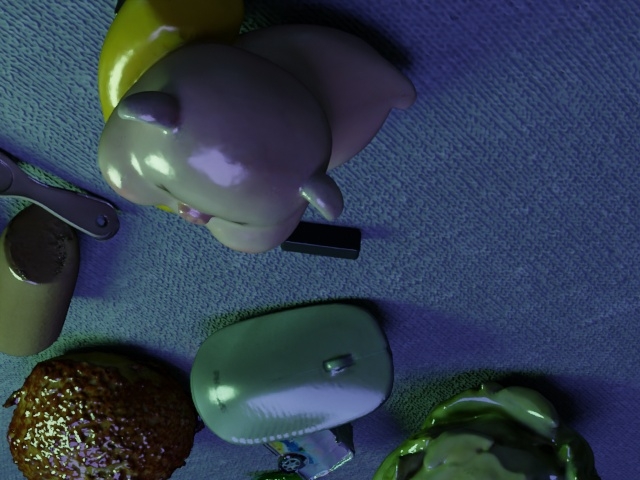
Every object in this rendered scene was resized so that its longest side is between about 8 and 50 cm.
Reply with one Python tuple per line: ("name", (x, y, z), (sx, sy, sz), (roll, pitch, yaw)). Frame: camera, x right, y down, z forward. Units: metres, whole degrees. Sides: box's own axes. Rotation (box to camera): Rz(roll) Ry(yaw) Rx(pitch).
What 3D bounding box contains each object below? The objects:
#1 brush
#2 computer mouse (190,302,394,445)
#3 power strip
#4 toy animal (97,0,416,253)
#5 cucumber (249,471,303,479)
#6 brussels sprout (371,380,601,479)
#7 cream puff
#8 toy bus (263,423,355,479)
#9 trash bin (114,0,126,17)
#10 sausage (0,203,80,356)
("brush", (-0.412, -0.075, 1.315), (0.312, 0.072, 0.067), (24, 163, -28))
("computer mouse", (-0.050, 0.206, 1.530), (0.330, 0.197, 0.095), (-17, 179, 17))
("power strip", (0.000, 0.000, 1.367), (0.111, 0.038, 0.029), (8, 144, -1))
("toy animal", (-0.076, -0.087, 1.028), (0.345, 0.247, 0.278), (14, 126, -34))
("cucumber", (-0.095, 0.495, 2.043), (0.155, 0.037, 0.037), (-9, 141, 15))
("brussels sprout", (0.270, 0.465, 1.710), (0.342, 0.425, 0.361), (46, 173, 16))
("cream puff", (-0.386, 0.343, 1.725), (0.350, 0.229, 0.350), (4, 141, 3))
("toy bus", (-0.054, 0.307, 1.734), (0.137, 0.113, 0.317), (-23, 137, 18))
("trash bin", (-0.188, -0.226, 1.073), (0.042, 0.061, 0.092), (-3, 140, 12))
("sausage", (-0.417, 0.060, 1.435), (0.123, 0.123, 0.253), (15, 142, -12))
